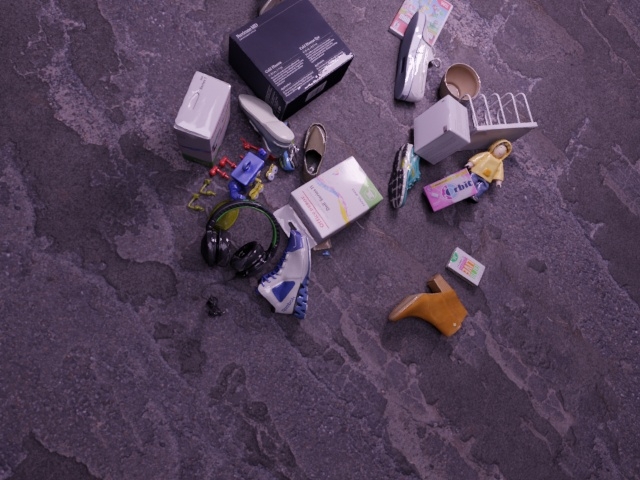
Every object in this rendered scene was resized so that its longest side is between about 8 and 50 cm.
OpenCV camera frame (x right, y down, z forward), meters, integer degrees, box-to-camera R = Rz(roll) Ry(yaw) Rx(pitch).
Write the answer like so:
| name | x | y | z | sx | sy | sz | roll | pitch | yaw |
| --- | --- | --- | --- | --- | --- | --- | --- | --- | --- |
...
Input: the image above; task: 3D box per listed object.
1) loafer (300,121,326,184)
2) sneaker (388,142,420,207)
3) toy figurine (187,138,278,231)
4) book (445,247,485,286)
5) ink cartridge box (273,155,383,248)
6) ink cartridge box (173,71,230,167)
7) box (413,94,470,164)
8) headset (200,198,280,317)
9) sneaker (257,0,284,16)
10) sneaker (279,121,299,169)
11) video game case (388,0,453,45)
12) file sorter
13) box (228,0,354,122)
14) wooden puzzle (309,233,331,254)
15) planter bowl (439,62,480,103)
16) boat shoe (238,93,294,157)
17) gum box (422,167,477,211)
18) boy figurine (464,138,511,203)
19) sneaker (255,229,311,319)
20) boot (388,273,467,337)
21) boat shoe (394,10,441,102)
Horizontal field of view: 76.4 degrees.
| name | x | y | z | sx | sy | sz | roll | pitch | yaw |
| --- | --- | --- | --- | --- | --- | --- | --- | --- | --- |
| loafer | -0.018 | -0.336 | 1.541 | 0.095 | 0.087 | 0.250 | 8 | 80 | -12 |
| sneaker | 0.349 | -0.253 | 1.612 | 0.110 | 0.107 | 0.274 | 20 | 77 | -19 |
| toy figurine | -0.291 | -0.221 | 1.391 | 0.191 | 0.217 | 0.362 | 39 | 74 | -5 |
| book | 0.588 | 0.107 | 1.649 | 0.144 | 0.035 | 0.096 | 34 | 72 | -5 |
| ink cartridge box | 0.024 | -0.127 | 1.495 | 0.354 | 0.119 | 0.207 | -34 | 85 | -16 |
| ink cartridge box | -0.387 | -0.392 | 1.363 | 0.117 | 0.278 | 0.201 | 19 | 78 | -10 |
| box | 0.471 | -0.430 | 1.593 | 0.119 | 0.182 | 0.180 | 23 | 59 | -29 |
| headset | -0.285 | 0.058 | 1.349 | 0.244 | 0.185 | 0.393 | 24 | 101 | -24 |
| sneaker | -0.208 | -0.977 | 1.612 | 0.118 | 0.083 | 0.221 | 31 | 82 | 12 |
| sneaker | -0.121 | -0.354 | 1.540 | 0.078 | 0.067 | 0.187 | -4 | 80 | -35 |
| video game case | 0.443 | -0.976 | 1.784 | 0.204 | 0.025 | 0.284 | 29 | 76 | -7 |
| file sorter | 0.697 | -0.497 | 1.686 | 0.278 | 0.193 | 0.172 | -7 | 80 | -14 |
| box | -0.112 | -0.682 | 1.525 | 0.343 | 0.179 | 0.312 | -40 | 93 | -16 |
| wooden puzzle | 0.000 | 0.000 | 1.531 | 0.079 | 0.014 | 0.116 | -2 | 77 | -9 |
| planter bowl | 0.573 | -0.646 | 1.720 | 0.162 | 0.109 | 0.161 | 2 | 82 | -13 |
| boat shoe | -0.214 | -0.419 | 1.472 | 0.116 | 0.099 | 0.319 | -14 | 52 | -41 |
| gum box | 0.511 | -0.196 | 1.616 | 0.189 | 0.062 | 0.107 | -24 | 85 | 21 |
| boy figurine | 0.685 | -0.286 | 1.668 | 0.177 | 0.092 | 0.285 | 36 | 93 | -6 |
| sneaker | -0.132 | 0.123 | 1.399 | 0.183 | 0.127 | 0.314 | 2 | 100 | -9 |
| boot | 0.419 | 0.285 | 1.541 | 0.295 | 0.104 | 0.211 | -34 | 90 | -20 |
| boat shoe | 0.420 | -0.749 | 1.684 | 0.157 | 0.136 | 0.366 | 10 | 86 | -17 |
